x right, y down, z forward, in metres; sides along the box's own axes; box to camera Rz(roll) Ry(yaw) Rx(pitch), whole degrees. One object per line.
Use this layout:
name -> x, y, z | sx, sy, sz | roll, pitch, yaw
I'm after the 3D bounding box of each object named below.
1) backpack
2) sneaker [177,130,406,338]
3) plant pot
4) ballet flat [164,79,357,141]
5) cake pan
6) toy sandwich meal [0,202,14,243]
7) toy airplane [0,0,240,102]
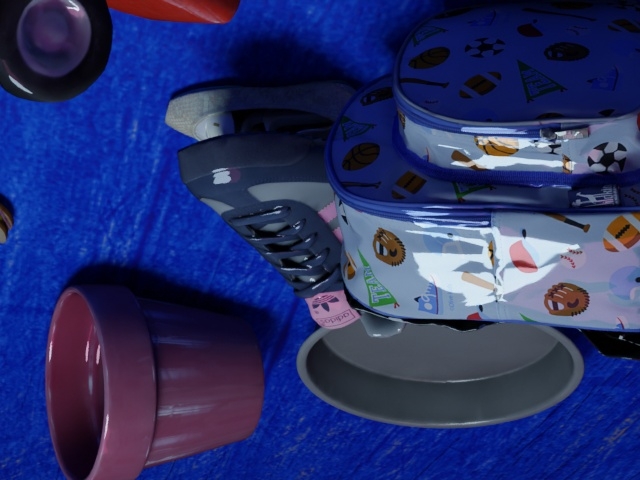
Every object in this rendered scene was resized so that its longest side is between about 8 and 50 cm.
backpack -> 0.135, -0.048, 1.045 | 0.263, 0.276, 0.213 | -8, 116, 15
sneaker -> 0.000, 0.000, 1.184 | 0.112, 0.131, 0.319 | -10, 164, 31
plant pot -> -0.163, 0.142, 1.475 | 0.180, 0.201, 0.201 | 0, 153, -26
ballet flat -> -0.050, -0.096, 1.175 | 0.168, 0.052, 0.057 | -6, 148, 16
cake pan -> 0.123, 0.113, 1.511 | 0.293, 0.054, 0.293 | 3, 149, 2
toy sandwich meal -> -0.325, -0.018, 1.358 | 0.085, 0.029, 0.085 | 3, 150, 1
toy airplane -> -0.193, -0.264, 0.600 | 0.386, 0.272, 0.384 | 28, 163, 6
